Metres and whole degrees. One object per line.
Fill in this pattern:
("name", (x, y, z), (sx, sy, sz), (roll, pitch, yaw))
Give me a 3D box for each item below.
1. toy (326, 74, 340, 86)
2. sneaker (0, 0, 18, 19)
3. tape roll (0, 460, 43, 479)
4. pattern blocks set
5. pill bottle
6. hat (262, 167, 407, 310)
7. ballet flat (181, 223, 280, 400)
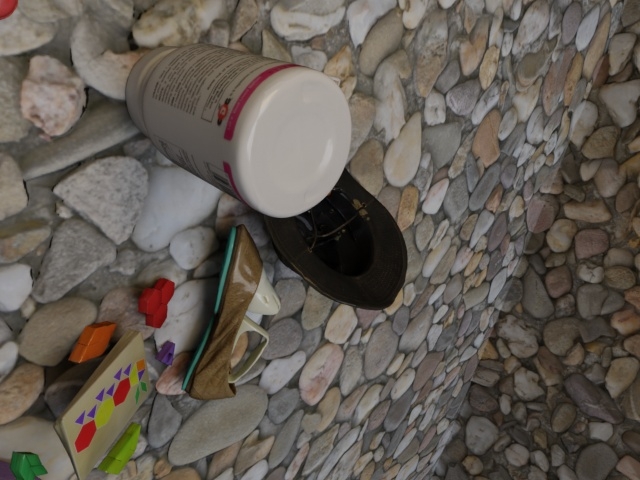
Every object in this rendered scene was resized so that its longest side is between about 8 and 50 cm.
("toy", (-0.050, -0.218, 0.801), (0.237, 0.056, 0.137), (-6, 115, -47))
("sneaker", (-0.330, -0.280, 0.388), (0.087, 0.128, 0.221), (-48, 140, -16))
("tape roll", (-0.418, 0.385, 0.582), (0.090, 0.274, 0.275), (-53, 141, -9))
("pattern blocks set", (-0.304, 0.228, 0.693), (0.325, 0.026, 0.286), (-56, 156, -64))
("pill bottle", (-0.113, -0.149, 0.587), (0.160, 0.283, 0.161), (-27, 131, -36))
("hat", (0.000, 0.000, 0.879), (0.331, 0.332, 0.134), (-6, 156, -46))
("ballet flat", (-0.144, 0.141, 0.849), (0.124, 0.116, 0.343), (17, 104, -11))
